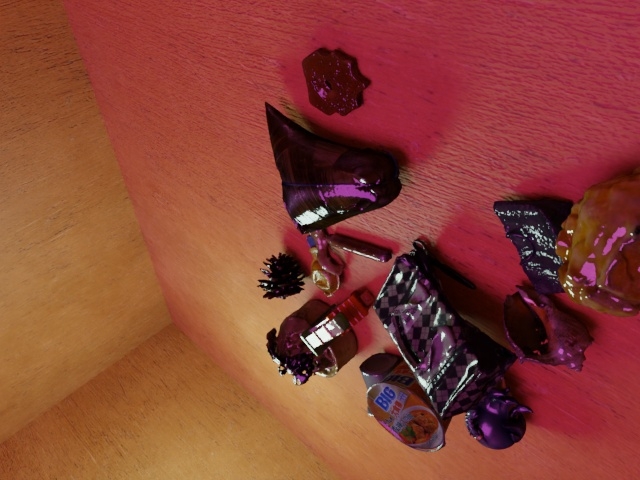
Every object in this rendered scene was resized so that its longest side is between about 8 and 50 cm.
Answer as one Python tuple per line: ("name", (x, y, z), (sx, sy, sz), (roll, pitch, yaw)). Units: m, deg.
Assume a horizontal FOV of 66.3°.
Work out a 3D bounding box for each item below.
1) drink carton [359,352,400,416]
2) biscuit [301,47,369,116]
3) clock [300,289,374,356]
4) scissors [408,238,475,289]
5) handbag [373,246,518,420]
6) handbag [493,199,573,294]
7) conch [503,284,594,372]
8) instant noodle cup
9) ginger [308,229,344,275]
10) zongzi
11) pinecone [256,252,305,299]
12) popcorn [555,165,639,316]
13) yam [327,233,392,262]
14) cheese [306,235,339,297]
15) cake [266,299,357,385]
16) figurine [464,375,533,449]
("drink carton", (0.251, 0.547, 1.855), (0.186, 0.191, 0.189), (4, 117, 53))
("biscuit", (0.044, -0.423, 1.316), (0.215, 0.034, 0.182), (18, 135, 39))
("clock", (0.079, 0.290, 1.795), (0.106, 0.220, 0.255), (50, 140, 3))
("scissors", (0.353, 0.077, 1.419), (0.220, 0.017, 0.088), (35, 140, 26))
("handbag", (0.322, 0.249, 1.383), (0.416, 0.180, 0.316), (58, 154, 35))
("handbag", (0.510, 0.016, 1.111), (0.270, 0.089, 0.175), (59, 156, -12))
("conch", (0.535, 0.219, 1.193), (0.245, 0.179, 0.163), (62, 143, 21))
("instant noodle cup", (0.334, 0.529, 1.667), (0.297, 0.214, 0.296), (24, 134, 28))
("ginger", (0.000, 0.000, 1.746), (0.089, 0.075, 0.287), (-27, 90, 47))
("zongzi", (0.012, -0.259, 1.394), (0.404, 0.208, 0.431), (-16, 96, 50))
("pinecone", (-0.162, 0.146, 1.981), (0.208, 0.208, 0.207), (32, 142, 29))
("popcorn", (0.570, 0.005, 0.893), (0.252, 0.215, 0.286), (30, 125, 34))
("yam", (0.127, 0.026, 1.630), (0.264, 0.046, 0.046), (19, 135, 43))
("cheese", (0.007, 0.096, 1.834), (0.157, 0.064, 0.249), (0, 111, 49))
("cake", (-0.060, 0.452, 2.021), (0.332, 0.321, 0.332), (33, 141, 31))
("figurine", (0.520, 0.509, 1.490), (0.265, 0.197, 0.175), (55, -170, -12))
